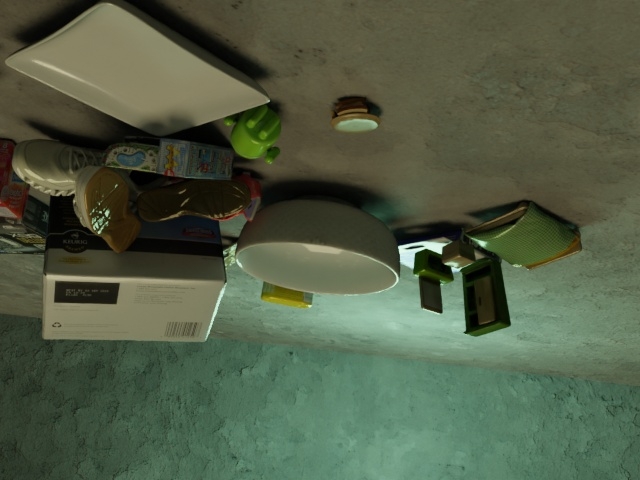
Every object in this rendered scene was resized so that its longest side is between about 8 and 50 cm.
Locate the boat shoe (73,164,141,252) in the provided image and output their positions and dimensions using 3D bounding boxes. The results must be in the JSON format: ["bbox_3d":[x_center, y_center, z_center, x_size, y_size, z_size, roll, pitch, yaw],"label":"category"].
[{"bbox_3d":[-0.397,-0.063,1.351,0.096,0.098,0.277,34,159,11],"label":"boat shoe"}]

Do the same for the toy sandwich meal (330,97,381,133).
[{"bbox_3d":[0.052,-0.187,1.148,0.085,0.029,0.085,-2,169,0],"label":"toy sandwich meal"}]

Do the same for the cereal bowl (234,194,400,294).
[{"bbox_3d":[0.000,0.000,1.566,0.338,0.141,0.339,6,162,2],"label":"cereal bowl"}]

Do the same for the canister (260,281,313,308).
[{"bbox_3d":[-0.066,0.062,1.746,0.126,0.170,0.073,12,165,-12],"label":"canister"}]

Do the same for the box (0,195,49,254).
[{"bbox_3d":[-0.783,-0.035,1.916,0.307,0.077,0.242,2,161,20],"label":"box"}]

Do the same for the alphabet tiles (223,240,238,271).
[{"bbox_3d":[-0.290,0.078,1.964,0.198,0.009,0.237,-30,170,-15],"label":"alphabet tiles"}]

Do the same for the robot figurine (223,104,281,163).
[{"bbox_3d":[-0.102,-0.170,1.199,0.101,0.067,0.115,40,156,-8],"label":"robot figurine"}]

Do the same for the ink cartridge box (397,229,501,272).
[{"bbox_3d":[0.258,0.023,1.691,0.208,0.045,0.206,23,156,-40],"label":"ink cartridge box"}]

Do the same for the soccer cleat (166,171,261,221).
[{"bbox_3d":[-0.226,-0.079,1.497,0.247,0.095,0.083,-2,160,28],"label":"soccer cleat"}]

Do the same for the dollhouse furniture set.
[{"bbox_3d":[0.358,0.067,1.524,0.197,0.151,0.301,20,148,-35],"label":"dollhouse furniture set"}]

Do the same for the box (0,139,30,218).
[{"bbox_3d":[-0.718,-0.132,1.499,0.256,0.123,0.128,7,162,3],"label":"box"}]

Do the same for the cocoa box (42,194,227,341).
[{"bbox_3d":[-0.394,0.055,1.589,0.346,0.228,0.231,3,139,-19],"label":"cocoa box"}]

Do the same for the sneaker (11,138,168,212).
[{"bbox_3d":[-0.420,-0.135,1.417,0.292,0.110,0.118,12,157,-41],"label":"sneaker"}]

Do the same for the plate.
[{"bbox_3d":[-0.256,-0.241,1.078,0.277,0.045,0.277,-9,157,42],"label":"plate"}]

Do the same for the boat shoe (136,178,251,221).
[{"bbox_3d":[-0.231,-0.083,1.419,0.223,0.080,0.073,-7,-161,14],"label":"boat shoe"}]

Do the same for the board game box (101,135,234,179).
[{"bbox_3d":[-0.252,-0.139,1.263,0.194,0.060,0.194,7,-175,0],"label":"board game box"}]
